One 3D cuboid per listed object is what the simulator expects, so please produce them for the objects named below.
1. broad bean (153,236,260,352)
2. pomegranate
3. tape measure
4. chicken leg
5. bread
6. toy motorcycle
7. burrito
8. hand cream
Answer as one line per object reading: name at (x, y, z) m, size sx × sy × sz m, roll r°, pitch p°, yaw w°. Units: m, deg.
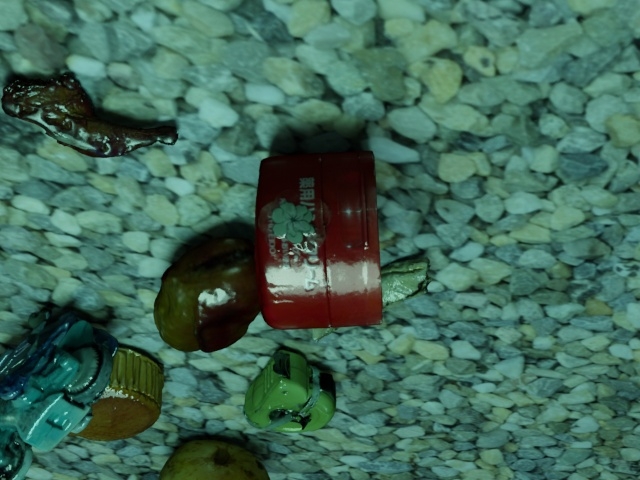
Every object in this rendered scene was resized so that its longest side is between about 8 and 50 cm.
broad bean at (-0.153, 0.081, 1.306) m, size 0.156 × 0.122 × 0.228 m, roll -9°, pitch 153°, yaw -32°
pomegranate at (-0.202, 0.480, 1.699) m, size 0.216 × 0.215 × 0.215 m, roll -1°, pitch 139°, yaw -1°
tape measure at (-0.048, 0.269, 1.555) m, size 0.154 × 0.087 × 0.177 m, roll 17°, pitch 138°, yaw -22°
chicken leg at (-0.277, -0.140, 1.099) m, size 0.205 × 0.053 × 0.093 m, roll 22°, pitch 120°, yaw -31°
bread at (-0.358, 0.260, 1.517) m, size 0.199 × 0.104 × 0.199 m, roll -2°, pitch 141°, yaw -2°
toy motorcycle at (-0.423, 0.227, 1.379) m, size 0.260 × 0.206 × 0.154 m, roll -48°, pitch 136°, yaw -1°
burrito at (0.079, 0.088, 1.375) m, size 0.229 × 0.058 × 0.063 m, roll -35°, pitch 125°, yaw 29°
hand cream at (0.000, 0.000, 1.140) m, size 0.150 × 0.230 × 0.230 m, roll -2°, pitch 140°, yaw 4°
